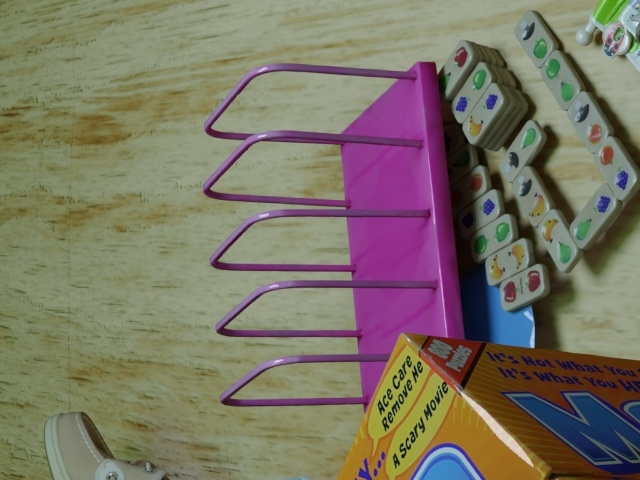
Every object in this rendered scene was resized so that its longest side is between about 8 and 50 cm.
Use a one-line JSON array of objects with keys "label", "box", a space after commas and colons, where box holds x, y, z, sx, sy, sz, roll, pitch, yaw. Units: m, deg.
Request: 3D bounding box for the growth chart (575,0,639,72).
[{"label": "growth chart", "box": [0.311, -0.172, 1.492, 0.237, 0.021, 0.172, 53, 127, 41]}]

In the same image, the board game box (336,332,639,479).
[{"label": "board game box", "box": [0.214, 0.316, 1.283, 0.356, 0.357, 0.356, 42, 116, 47]}]

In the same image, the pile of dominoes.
[{"label": "pile of dominoes", "box": [0.166, -0.070, 1.643, 0.196, 0.040, 0.251, -56, 40, 31]}]

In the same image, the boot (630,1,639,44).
[{"label": "boot", "box": [0.294, -0.214, 1.407, 0.165, 0.077, 0.213, -47, 37, 3]}]

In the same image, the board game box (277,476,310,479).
[{"label": "board game box", "box": [-0.091, 0.464, 1.979, 0.390, 0.050, 0.390, -19, 72, 53]}]

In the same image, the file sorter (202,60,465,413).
[{"label": "file sorter", "box": [0.000, 0.000, 1.723, 0.202, 0.182, 0.290, 140, 128, -63]}]

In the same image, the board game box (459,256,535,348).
[{"label": "board game box", "box": [0.149, 0.097, 1.689, 0.169, 0.033, 0.133, -41, 50, 42]}]

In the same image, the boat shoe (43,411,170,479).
[{"label": "boat shoe", "box": [-0.195, 0.299, 2.015, 0.110, 0.121, 0.341, -37, 52, 1]}]
